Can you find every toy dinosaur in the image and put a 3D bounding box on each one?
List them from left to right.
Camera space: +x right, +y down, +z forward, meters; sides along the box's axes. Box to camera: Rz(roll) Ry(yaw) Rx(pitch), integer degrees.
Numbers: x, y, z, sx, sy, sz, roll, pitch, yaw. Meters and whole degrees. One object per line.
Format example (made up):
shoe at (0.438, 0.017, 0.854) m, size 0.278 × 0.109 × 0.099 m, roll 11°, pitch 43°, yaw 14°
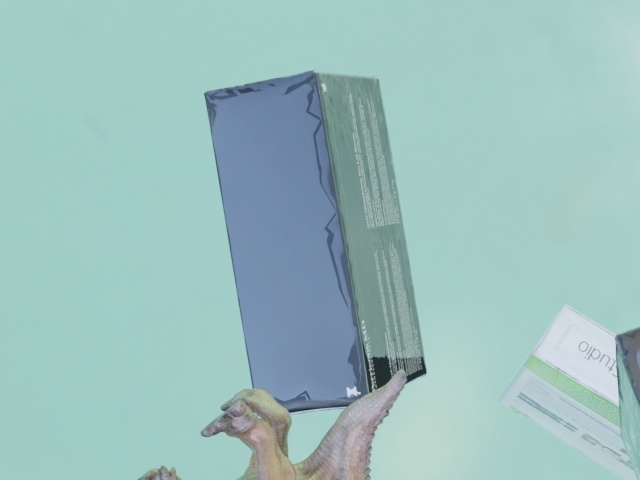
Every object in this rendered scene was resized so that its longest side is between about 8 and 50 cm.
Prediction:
toy dinosaur at (-0.040, 0.216, 1.169) m, size 0.200 × 0.295 × 0.127 m, roll 53°, pitch 161°, yaw -1°

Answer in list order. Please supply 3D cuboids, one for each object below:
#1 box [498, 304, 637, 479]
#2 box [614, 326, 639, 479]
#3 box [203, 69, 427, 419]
box at (0.284, 0.165, 1.639) m, size 0.232 × 0.322 × 0.058 m, roll 32°, pitch 81°, yaw 6°
box at (0.257, 0.098, 1.079) m, size 0.147 × 0.078 × 0.180 m, roll -18°, pitch 154°, yaw 3°
box at (0.000, 0.000, 1.481) m, size 0.103 × 0.184 × 0.261 m, roll -9°, pitch 90°, yaw 15°
